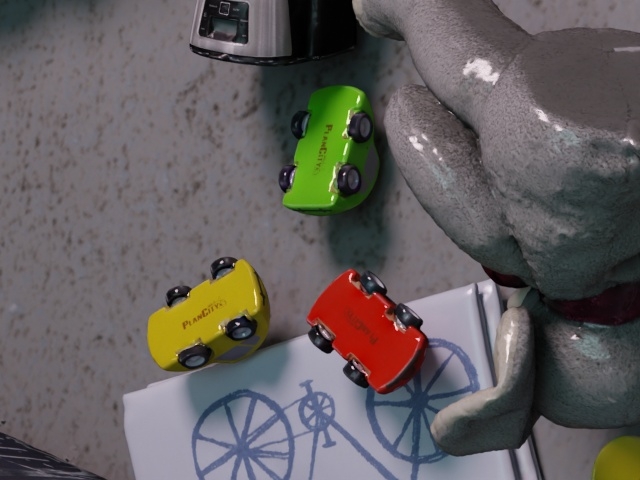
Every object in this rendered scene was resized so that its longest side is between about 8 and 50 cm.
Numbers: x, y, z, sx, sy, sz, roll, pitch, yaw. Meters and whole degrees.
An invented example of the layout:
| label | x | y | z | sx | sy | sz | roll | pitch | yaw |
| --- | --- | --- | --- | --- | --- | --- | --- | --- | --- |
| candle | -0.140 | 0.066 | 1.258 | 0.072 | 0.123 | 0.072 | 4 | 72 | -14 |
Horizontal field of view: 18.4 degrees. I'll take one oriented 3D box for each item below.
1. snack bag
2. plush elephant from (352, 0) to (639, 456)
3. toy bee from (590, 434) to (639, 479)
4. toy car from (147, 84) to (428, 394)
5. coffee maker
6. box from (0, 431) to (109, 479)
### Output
| label | x | y | z | sx | sy | sz | roll | pitch | yaw |
| --- | --- | --- | --- | --- | --- | --- | --- | --- | --- |
| snack bag | 0.020 | 0.229 | 1.397 | 0.323 | 0.037 | 0.342 | -19 | 75 | 28 |
| plush elephant | 0.173 | -0.001 | 1.232 | 0.330 | 0.272 | 0.255 | -106 | 17 | -50 |
| toy bee | 0.261 | 0.210 | 1.209 | 0.298 | 0.162 | 0.195 | 2 | 119 | 37 |
| toy car | 0.000 | 0.000 | 1.404 | 0.239 | 0.053 | 0.225 | 3 | 70 | 36 |
| coffee maker | -0.017 | -0.222 | 1.414 | 0.120 | 0.171 | 0.178 | 29 | 122 | 51 |
| box | -0.420 | 0.259 | 1.376 | 0.472 | 0.480 | 0.297 | 16 | 93 | 34 |
